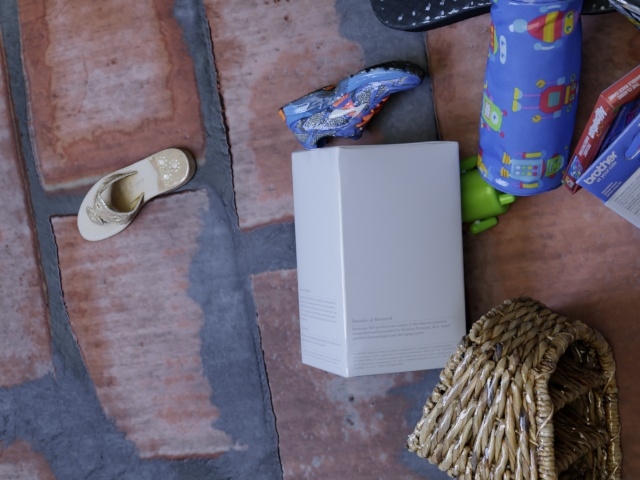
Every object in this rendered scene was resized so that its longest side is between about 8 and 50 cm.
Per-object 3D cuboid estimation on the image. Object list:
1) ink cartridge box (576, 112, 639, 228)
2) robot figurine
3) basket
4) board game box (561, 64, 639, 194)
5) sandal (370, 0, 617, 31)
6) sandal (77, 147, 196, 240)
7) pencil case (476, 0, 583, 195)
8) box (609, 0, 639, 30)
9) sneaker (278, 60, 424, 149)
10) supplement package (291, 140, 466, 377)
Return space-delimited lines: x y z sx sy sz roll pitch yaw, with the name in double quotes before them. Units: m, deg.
"ink cartridge box" 0.452 -0.074 1.553 0.186 0.311 0.065 -49 33 20
"robot figurine" 0.207 -0.061 1.781 0.115 0.067 0.101 -14 99 27
"basket" 0.285 0.206 1.634 0.223 0.299 0.213 32 105 23
"board game box" 0.365 -0.148 1.561 0.145 0.281 0.027 -37 76 -9
"sandal" 0.265 -0.365 1.726 0.445 0.107 0.167 1 95 39
"sandal" -0.304 -0.073 2.025 0.240 0.079 0.088 -29 81 25
"pencil case" 0.256 -0.205 1.649 0.133 0.119 0.306 48 151 43
"box" 0.463 -0.368 1.505 0.079 0.257 0.322 36 99 27
"sneaker" 0.051 -0.187 1.853 0.221 0.083 0.087 -20 98 31
"supplement package" 0.076 0.020 1.757 0.177 0.175 0.293 -174 81 -70
